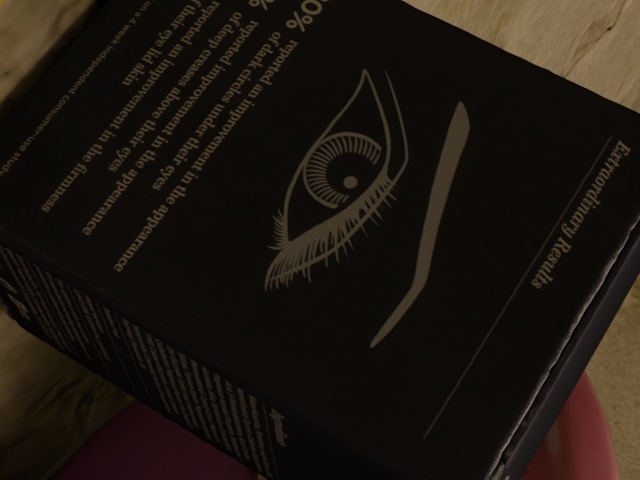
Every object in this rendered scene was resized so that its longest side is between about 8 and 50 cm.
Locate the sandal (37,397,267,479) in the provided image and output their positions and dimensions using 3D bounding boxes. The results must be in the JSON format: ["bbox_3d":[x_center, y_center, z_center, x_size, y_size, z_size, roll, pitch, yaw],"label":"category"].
[{"bbox_3d":[-0.158,0.206,0.478,0.416,0.169,0.102,-53,135,-27],"label":"sandal"}]

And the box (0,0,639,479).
[{"bbox_3d":[0.000,0.000,0.447,0.153,0.207,0.108,-53,163,-22],"label":"box"}]

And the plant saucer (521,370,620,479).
[{"bbox_3d":[0.000,0.174,0.565,0.332,0.084,0.332,-53,-158,33],"label":"plant saucer"}]
